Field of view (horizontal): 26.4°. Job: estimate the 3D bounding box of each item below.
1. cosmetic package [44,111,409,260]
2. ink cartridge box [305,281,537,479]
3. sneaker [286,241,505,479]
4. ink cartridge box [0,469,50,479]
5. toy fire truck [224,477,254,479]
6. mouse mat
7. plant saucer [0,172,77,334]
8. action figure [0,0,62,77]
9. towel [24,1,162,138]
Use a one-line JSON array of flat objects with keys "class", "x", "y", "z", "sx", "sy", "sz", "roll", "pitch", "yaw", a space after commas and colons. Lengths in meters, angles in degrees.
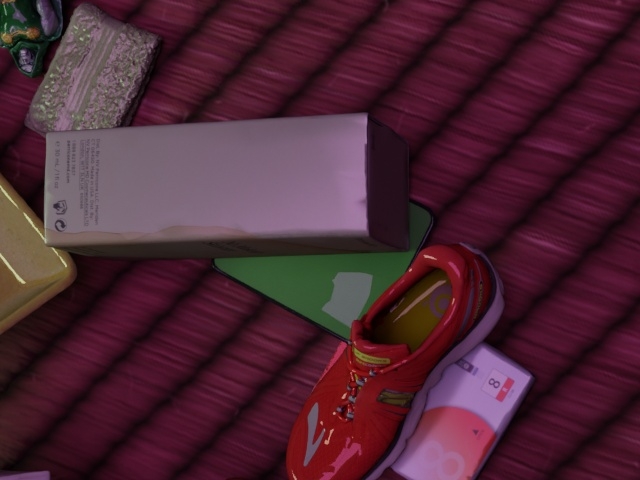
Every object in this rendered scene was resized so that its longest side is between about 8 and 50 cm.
[{"class": "cosmetic package", "x": -0.084, "y": -0.045, "z": 1.271, "sx": 0.310, "sy": 0.160, "sz": 0.113, "roll": -1, "pitch": 84, "yaw": 18}, {"class": "ink cartridge box", "x": 0.090, "y": 0.141, "z": 1.278, "sx": 0.179, "sy": 0.045, "sz": 0.145, "roll": 31, "pitch": 93, "yaw": 12}, {"class": "sneaker", "x": 0.047, "y": 0.111, "z": 1.225, "sx": 0.107, "sy": 0.118, "sz": 0.279, "roll": 38, "pitch": 96, "yaw": 29}, {"class": "ink cartridge box", "x": -0.324, "y": 0.323, "z": 1.275, "sx": 0.119, "sy": 0.207, "sz": 0.353, "roll": -3, "pitch": 84, "yaw": -27}, {"class": "toy fire truck", "x": -0.020, "y": 0.362, "z": 1.201, "sx": 0.254, "sy": 0.169, "sz": 0.302, "roll": 14, "pitch": 46, "yaw": -11}, {"class": "mouse mat", "x": 0.000, "y": 0.000, "z": 1.325, "sx": 0.190, "sy": 0.007, "sz": 0.152, "roll": 28, "pitch": 91, "yaw": 19}, {"class": "plant saucer", "x": -0.461, "y": 0.021, "z": 1.323, "sx": 0.333, "sy": 0.081, "sz": 0.332, "roll": -37, "pitch": 76, "yaw": -20}, {"class": "action figure", "x": -0.318, "y": -0.279, "z": 1.383, "sx": 0.137, "sy": 0.063, "sz": 0.232, "roll": -10, "pitch": 104, "yaw": 15}, {"class": "towel", "x": -0.232, "y": -0.160, "z": 1.392, "sx": 0.110, "sy": 0.027, "sz": 0.148, "roll": 26, "pitch": 92, "yaw": 14}]
